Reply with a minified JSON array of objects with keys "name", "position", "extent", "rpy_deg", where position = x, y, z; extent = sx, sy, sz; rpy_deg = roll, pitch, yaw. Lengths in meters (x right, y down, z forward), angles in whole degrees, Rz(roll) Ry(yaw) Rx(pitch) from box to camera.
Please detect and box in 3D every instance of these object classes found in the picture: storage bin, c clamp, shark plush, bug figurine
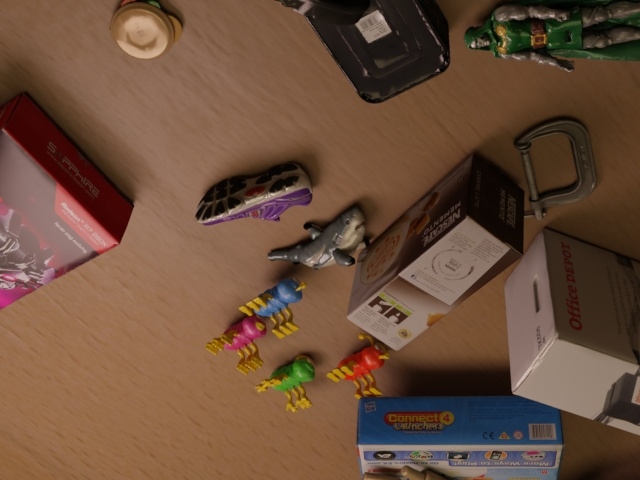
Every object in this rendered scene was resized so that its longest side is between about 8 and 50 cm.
[{"name":"storage bin","position":[0.065,-0.267,1.304],"extent":[0.122,0.084,0.180],"rpy_deg":[-24,124,23]},{"name":"c clamp","position":[0.298,-0.090,1.470],"extent":[0.137,0.022,0.160],"rpy_deg":[-6,129,10]},{"name":"shark plush","position":[0.000,0.000,1.571],"extent":[0.161,0.073,0.067],"rpy_deg":[-12,110,40]},{"name":"bug figurine","position":[-0.038,0.157,1.670],"extent":[0.216,0.072,0.279],"rpy_deg":[-27,127,32]}]

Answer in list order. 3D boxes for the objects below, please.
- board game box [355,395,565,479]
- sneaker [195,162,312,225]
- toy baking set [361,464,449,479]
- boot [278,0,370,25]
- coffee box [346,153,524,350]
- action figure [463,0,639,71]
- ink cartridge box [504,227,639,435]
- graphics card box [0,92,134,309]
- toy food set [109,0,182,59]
[{"name":"board game box","position":[0.220,0.358,1.761],"extent":[0.308,0.086,0.302],"rpy_deg":[-1,143,6]},{"name":"sneaker","position":[-0.090,-0.046,1.513],"extent":[0.170,0.068,0.071],"rpy_deg":[-14,133,15]},{"name":"toy baking set","position":[0.145,0.416,1.752],"extent":[0.256,0.030,0.197],"rpy_deg":[28,140,-28]},{"name":"boot","position":[-0.032,-0.411,1.112],"extent":[0.348,0.131,0.260],"rpy_deg":[42,124,-1]},{"name":"coffee box","position":[0.154,0.019,1.485],"extent":[0.098,0.141,0.246],"rpy_deg":[34,129,-18]},{"name":"action figure","position":[0.287,-0.251,1.317],"extent":[0.232,0.063,0.137],"rpy_deg":[-4,132,12]},{"name":"ink cartridge box","position":[0.419,0.139,1.518],"extent":[0.307,0.223,0.129],"rpy_deg":[19,129,-11]},{"name":"graphics card box","position":[-0.478,-0.022,1.548],"extent":[0.371,0.094,0.233],"rpy_deg":[-25,123,24]},{"name":"toy food set","position":[-0.221,-0.263,1.373],"extent":[0.082,0.020,0.083],"rpy_deg":[37,124,-23]}]
